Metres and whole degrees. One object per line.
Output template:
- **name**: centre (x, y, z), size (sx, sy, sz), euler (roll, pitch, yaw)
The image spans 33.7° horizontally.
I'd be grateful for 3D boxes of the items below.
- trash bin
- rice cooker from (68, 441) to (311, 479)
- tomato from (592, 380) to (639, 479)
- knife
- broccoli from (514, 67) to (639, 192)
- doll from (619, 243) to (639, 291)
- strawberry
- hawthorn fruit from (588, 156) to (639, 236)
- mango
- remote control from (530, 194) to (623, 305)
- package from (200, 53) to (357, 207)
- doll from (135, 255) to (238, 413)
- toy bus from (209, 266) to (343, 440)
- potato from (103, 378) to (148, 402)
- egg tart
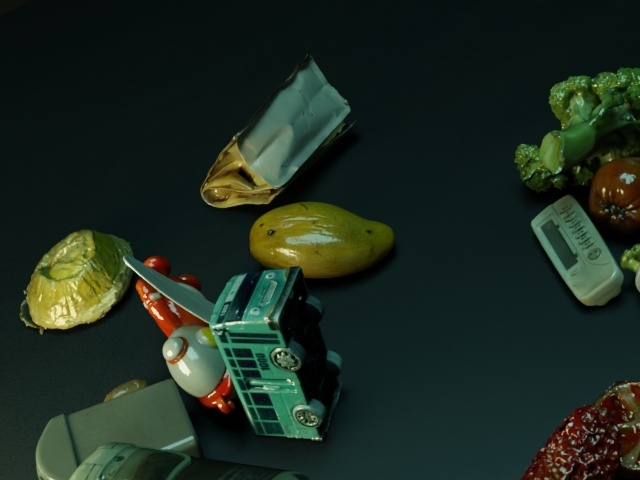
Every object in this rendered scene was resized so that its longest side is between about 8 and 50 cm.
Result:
- **trash bin**: centre (-0.302, 0.319, 1.580), size (0.236, 0.101, 0.177), euler (-20, 36, -11)
- **rice cooker**: centre (-0.162, 0.407, 1.230), size (0.325, 0.335, 0.335), euler (4, 41, 21)
- **tomato**: centre (0.431, 0.267, 1.414), size (0.155, 0.069, 0.156), euler (-7, 38, 6)
- **knife**: centre (-0.165, 0.116, 1.637), size (0.043, 0.336, 0.081), euler (-52, 30, 16)
- **broccoli**: centre (0.439, -0.192, 1.853), size (0.302, 0.254, 0.186), euler (-16, 76, -24)
- **doll**: centre (0.556, 0.065, 1.616), size (0.129, 0.081, 0.207), euler (-21, 35, -37)
- **strawberry**: centre (0.312, 0.294, 1.358), size (0.121, 0.082, 0.188), euler (17, 84, 45)
- **hawthorn fruit**: centre (0.523, -0.080, 1.774), size (0.132, 0.133, 0.138), euler (15, 38, 33)
- **mango**: centre (-0.002, -0.004, 1.872), size (0.262, 0.109, 0.157), euler (-3, 35, 12)
- **remote control**: centre (0.425, 0.017, 1.741), size (0.090, 0.049, 0.230), euler (-40, 35, 17)
- **package**: centre (-0.072, -0.189, 2.125), size (0.165, 0.221, 0.311), euler (38, 50, 0)
- **doll**: centre (-0.198, 0.153, 1.685), size (0.105, 0.200, 0.336), euler (-43, 41, 11)
- **toy bus**: centre (-0.065, 0.167, 1.559), size (0.147, 0.256, 0.128), euler (-2, 39, 21)
- **potato**: centre (-0.319, 0.255, 1.706), size (0.046, 0.045, 0.092), euler (42, 61, 7)
- **egg tart**: centre (-0.456, 0.060, 1.964), size (0.231, 0.098, 0.252), euler (11, 48, 35)
